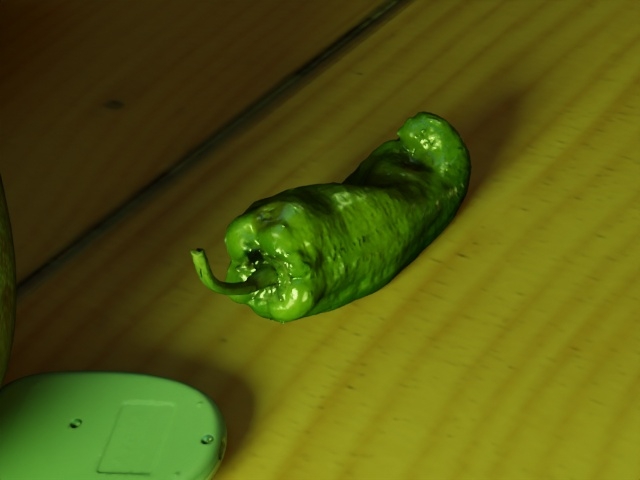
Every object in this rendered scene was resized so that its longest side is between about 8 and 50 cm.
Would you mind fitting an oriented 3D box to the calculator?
[{"bbox_3d":[-0.118,0.096,0.598,0.153,0.021,0.095,0,38,13],"label":"calculator"}]

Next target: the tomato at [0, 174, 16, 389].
[{"bbox_3d":[-0.241,0.024,0.545,0.270,0.223,0.270,-19,61,40],"label":"tomato"}]

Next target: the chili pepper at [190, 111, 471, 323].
[{"bbox_3d":[-0.002,-0.002,0.655,0.072,0.073,0.204,1,24,45],"label":"chili pepper"}]
